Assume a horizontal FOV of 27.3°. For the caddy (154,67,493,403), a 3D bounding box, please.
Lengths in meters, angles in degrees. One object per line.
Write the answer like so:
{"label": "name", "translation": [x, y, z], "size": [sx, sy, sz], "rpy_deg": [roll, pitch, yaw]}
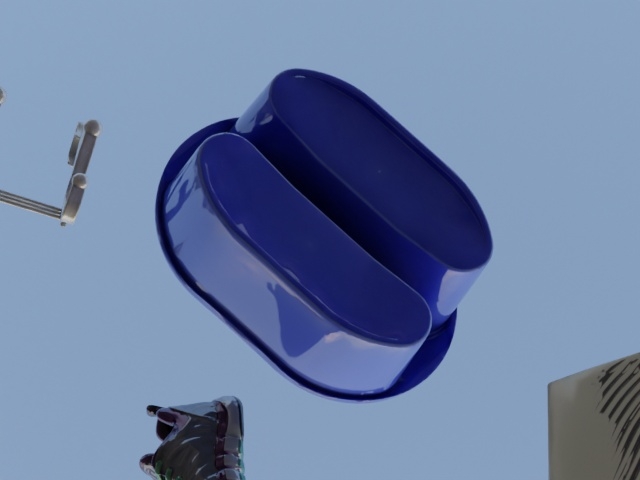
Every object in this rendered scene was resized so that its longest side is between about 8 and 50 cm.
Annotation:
{"label": "caddy", "translation": [0.000, 0.000, 1.300], "size": [0.341, 0.179, 0.241], "rpy_deg": [42, -122, 3]}

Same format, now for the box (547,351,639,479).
{"label": "box", "translation": [0.234, 0.228, 0.986], "size": [0.094, 0.113, 0.275], "rpy_deg": [-24, -140, 30]}

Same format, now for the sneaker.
{"label": "sneaker", "translation": [-0.115, 0.235, 1.194], "size": [0.098, 0.083, 0.224], "rpy_deg": [-1, -144, -6]}

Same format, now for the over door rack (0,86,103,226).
{"label": "over door rack", "translation": [-0.372, -0.130, 1.482], "size": [0.239, 0.324, 0.108], "rpy_deg": [18, -77, -13]}
